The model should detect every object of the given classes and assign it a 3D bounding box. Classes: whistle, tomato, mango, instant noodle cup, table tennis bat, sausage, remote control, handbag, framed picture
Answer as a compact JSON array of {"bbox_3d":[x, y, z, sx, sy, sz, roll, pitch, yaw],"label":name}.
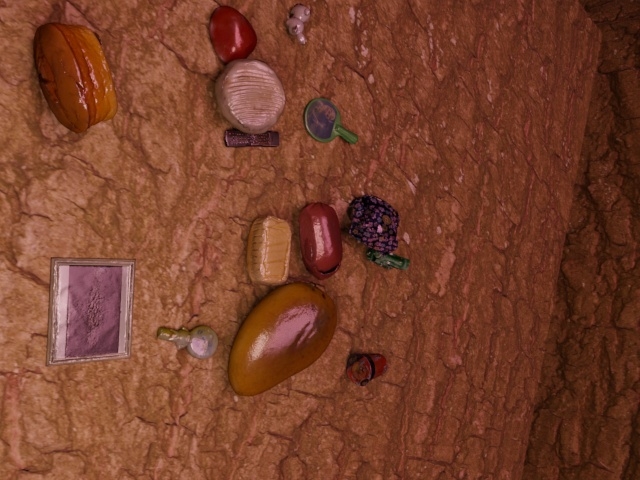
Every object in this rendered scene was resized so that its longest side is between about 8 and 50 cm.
[{"bbox_3d":[-0.409,0.306,1.651,0.198,0.057,0.104,19,69,-31],"label":"whistle"},{"bbox_3d":[-0.275,-0.660,1.708,0.174,0.082,0.166,51,63,-31],"label":"tomato"},{"bbox_3d":[-0.131,0.329,1.778,0.445,0.220,0.301,-46,124,-18],"label":"mango"},{"bbox_3d":[0.190,0.496,2.103,0.135,0.127,0.127,1,91,-47],"label":"instant noodle cup"},{"bbox_3d":[0.043,-0.430,2.003,0.257,0.039,0.160,24,79,-34],"label":"table tennis bat"},{"bbox_3d":[0.000,0.000,1.908,0.152,0.152,0.280,-13,100,-38],"label":"sausage"},{"bbox_3d":[-0.228,-0.341,1.791,0.212,0.028,0.059,-7,99,-38],"label":"remote control"},{"bbox_3d":[0.219,-0.070,2.067,0.228,0.127,0.208,29,50,-23],"label":"handbag"},{"bbox_3d":[-0.630,0.194,1.486,0.231,0.018,0.293,2,89,-39],"label":"framed picture"}]

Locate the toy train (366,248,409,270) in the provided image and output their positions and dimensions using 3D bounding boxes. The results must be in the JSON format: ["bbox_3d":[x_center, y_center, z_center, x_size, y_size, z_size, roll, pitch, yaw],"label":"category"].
[{"bbox_3d":[0.266,0.073,2.154,0.178,0.104,0.071,21,82,-36],"label":"toy train"}]

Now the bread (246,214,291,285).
[{"bbox_3d":[-0.174,0.034,1.793,0.140,0.106,0.236,5,87,-38],"label":"bread"}]

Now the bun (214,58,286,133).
[{"bbox_3d":[-0.230,-0.464,1.714,0.239,0.141,0.239,-3,96,-33],"label":"bun"}]

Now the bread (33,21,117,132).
[{"bbox_3d":[-0.629,-0.414,1.359,0.142,0.195,0.270,-32,114,-44],"label":"bread"}]

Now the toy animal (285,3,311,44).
[{"bbox_3d":[-0.078,-0.759,1.873,0.071,0.085,0.124,38,73,-52],"label":"toy animal"}]
